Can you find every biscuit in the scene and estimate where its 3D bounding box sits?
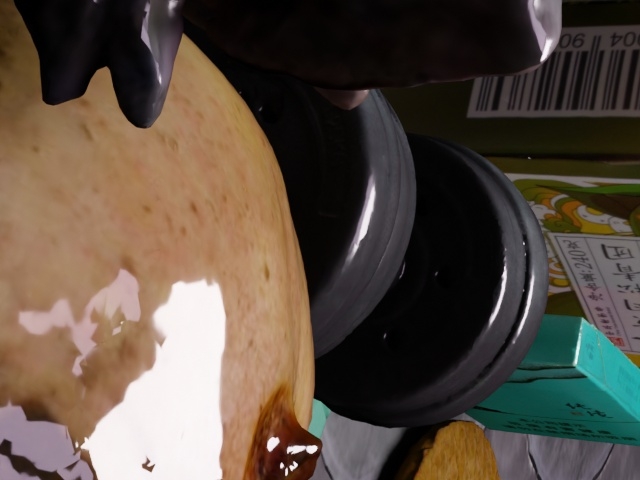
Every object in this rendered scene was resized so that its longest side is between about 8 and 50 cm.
[{"bbox_3d":[0.090,0.268,1.280,0.262,0.037,0.262,-17,109,-62],"label":"biscuit"}]

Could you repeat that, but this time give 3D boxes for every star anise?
[{"bbox_3d":[-0.055,-0.114,0.404,0.283,0.129,0.212,11,49,-30],"label":"star anise"}]

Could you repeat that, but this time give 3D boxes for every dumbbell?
[{"bbox_3d":[0.000,0.000,0.891,0.388,0.185,0.185,28,69,-62],"label":"dumbbell"}]

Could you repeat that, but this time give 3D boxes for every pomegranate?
[{"bbox_3d":[-0.139,0.049,0.498,0.322,0.322,0.322,-18,110,-63],"label":"pomegranate"}]

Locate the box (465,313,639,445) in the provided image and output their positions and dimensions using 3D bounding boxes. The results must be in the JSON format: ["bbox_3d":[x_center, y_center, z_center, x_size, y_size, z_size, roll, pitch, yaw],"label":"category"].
[{"bbox_3d":[0.155,0.102,1.197,0.226,0.161,0.042,37,60,-54],"label":"box"}]

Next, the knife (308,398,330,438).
[{"bbox_3d":[-0.002,0.082,1.079,0.260,0.035,0.063,-64,143,-48],"label":"knife"}]

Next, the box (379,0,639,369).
[{"bbox_3d":[0.247,-0.003,1.178,0.420,0.373,0.138,57,43,-51],"label":"box"}]
